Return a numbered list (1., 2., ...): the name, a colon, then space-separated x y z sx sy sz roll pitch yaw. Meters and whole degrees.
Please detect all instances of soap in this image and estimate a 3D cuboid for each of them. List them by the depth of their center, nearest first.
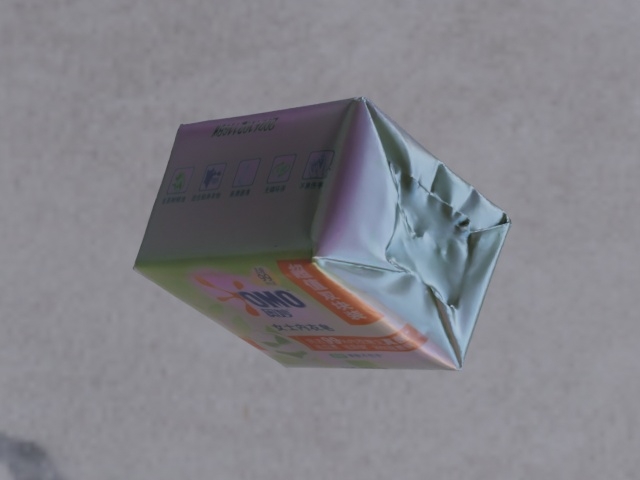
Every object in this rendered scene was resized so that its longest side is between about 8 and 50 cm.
1. soap: 0.000 0.000 1.273 0.199 0.182 0.138 -3 -121 45
